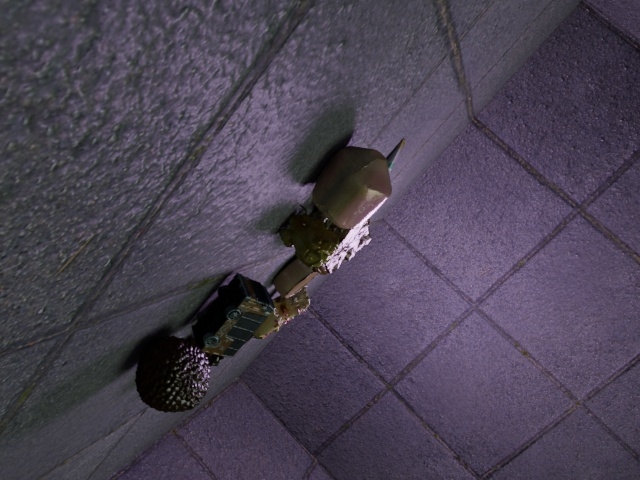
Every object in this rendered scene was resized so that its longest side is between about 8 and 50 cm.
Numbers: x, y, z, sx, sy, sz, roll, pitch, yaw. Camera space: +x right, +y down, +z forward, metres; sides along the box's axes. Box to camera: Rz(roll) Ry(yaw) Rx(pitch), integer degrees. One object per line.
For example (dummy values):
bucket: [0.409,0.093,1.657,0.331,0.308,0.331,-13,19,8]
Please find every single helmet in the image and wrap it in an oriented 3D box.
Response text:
helmet: [-0.480,0.448,1.851,0.225,0.130,0.198,-26,157,-35]

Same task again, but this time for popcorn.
popcorn: [-0.031,-0.008,1.669,0.168,0.195,0.173,-33,165,-33]

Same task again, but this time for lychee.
lychee: [-0.458,0.412,1.491,0.236,0.236,0.271,-40,154,-32]

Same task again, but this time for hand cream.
hand cream: [0.331,-0.377,2.163,0.174,0.047,0.076,-57,167,13]

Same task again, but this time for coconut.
coconut: [0.107,-0.181,1.508,0.245,0.233,0.233,-49,170,21]

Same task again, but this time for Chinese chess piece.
Chinese chess piece: [-0.104,0.164,2.290,0.257,0.104,0.257,-39,170,-8]

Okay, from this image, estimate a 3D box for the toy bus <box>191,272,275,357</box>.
toy bus: [-0.296,0.260,1.643,0.167,0.138,0.275,27,110,-40]

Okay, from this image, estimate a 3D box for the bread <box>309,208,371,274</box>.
bread: [0.045,-0.046,1.888,0.314,0.191,0.370,-39,157,-8]

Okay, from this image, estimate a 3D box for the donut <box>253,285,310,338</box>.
donut: [-0.230,0.372,2.428,0.307,0.150,0.371,-35,175,35]
